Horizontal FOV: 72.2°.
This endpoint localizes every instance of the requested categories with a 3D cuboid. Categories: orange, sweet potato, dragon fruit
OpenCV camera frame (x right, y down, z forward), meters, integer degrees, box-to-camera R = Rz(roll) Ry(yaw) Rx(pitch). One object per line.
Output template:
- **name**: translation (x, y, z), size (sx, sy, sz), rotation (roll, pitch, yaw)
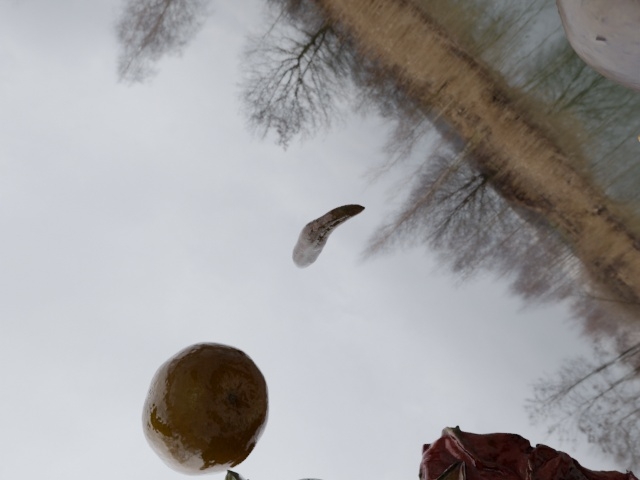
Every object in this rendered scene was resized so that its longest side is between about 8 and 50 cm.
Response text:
- **orange**: translation (-0.143, 0.206, 0.545), size (0.159, 0.136, 0.158), rotation (26, -132, -33)
- **sweet potato**: translation (-0.008, -0.004, 0.920), size (0.078, 0.255, 0.058), rotation (12, -129, -28)
- **dragon fruit**: translation (0.304, 0.390, 0.604), size (0.240, 0.330, 0.302), rotation (61, -170, -69)

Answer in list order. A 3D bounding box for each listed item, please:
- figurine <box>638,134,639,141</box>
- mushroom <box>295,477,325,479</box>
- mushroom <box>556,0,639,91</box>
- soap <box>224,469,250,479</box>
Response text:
- **figurine**: translation (0.728, -0.184, 0.703), size (0.215, 0.187, 0.344), rotation (31, 163, -16)
- **mushroom**: translation (0.073, 0.496, 0.705), size (0.344, 0.130, 0.247), rotation (37, -162, -8)
- **mushroom**: translation (0.451, -0.330, 0.447), size (0.334, 0.356, 0.331), rotation (47, -158, 20)
- **soap**: translation (-0.004, 0.310, 0.406), size (0.233, 0.076, 0.135), rotation (6, 148, 46)
